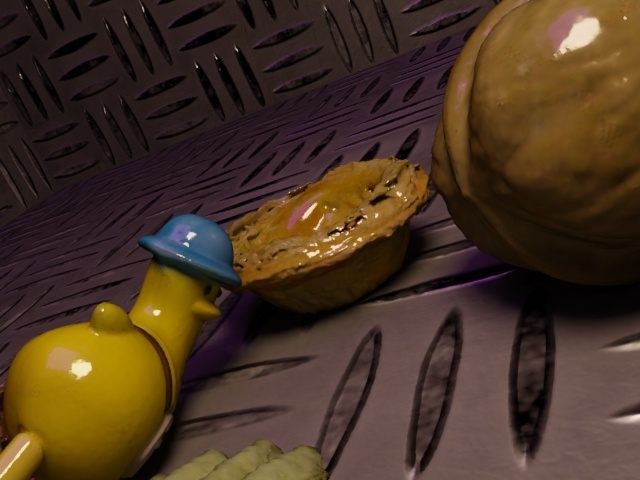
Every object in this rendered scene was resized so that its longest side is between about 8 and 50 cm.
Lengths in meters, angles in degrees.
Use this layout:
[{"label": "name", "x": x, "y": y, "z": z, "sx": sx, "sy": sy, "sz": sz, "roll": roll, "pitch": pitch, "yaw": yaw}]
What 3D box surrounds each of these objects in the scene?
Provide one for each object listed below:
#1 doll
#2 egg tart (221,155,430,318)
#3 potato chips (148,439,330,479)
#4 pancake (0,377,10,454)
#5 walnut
[{"label": "doll", "x": -0.184, "y": 0.116, "z": 0.712, "sx": 0.145, "sy": 0.199, "sz": 0.363, "roll": 24, "pitch": 47, "yaw": 11}, {"label": "egg tart", "x": 0.000, "y": 0.000, "z": 0.903, "sx": 0.288, "sy": 0.118, "sz": 0.288, "roll": -23, "pitch": 20, "yaw": 9}, {"label": "potato chips", "x": -0.177, "y": 0.236, "z": 0.426, "sx": 0.358, "sy": 0.070, "sz": 0.429, "roll": -35, "pitch": -4, "yaw": 25}, {"label": "pancake", "x": -0.310, "y": 0.176, "z": 0.918, "sx": 0.257, "sy": 0.056, "sz": 0.212, "roll": -24, "pitch": 23, "yaw": -23}, {"label": "walnut", "x": 0.237, "y": -0.099, "z": 0.647, "sx": 0.277, "sy": 0.253, "sz": 0.282, "roll": -26, "pitch": 19, "yaw": -7}]
